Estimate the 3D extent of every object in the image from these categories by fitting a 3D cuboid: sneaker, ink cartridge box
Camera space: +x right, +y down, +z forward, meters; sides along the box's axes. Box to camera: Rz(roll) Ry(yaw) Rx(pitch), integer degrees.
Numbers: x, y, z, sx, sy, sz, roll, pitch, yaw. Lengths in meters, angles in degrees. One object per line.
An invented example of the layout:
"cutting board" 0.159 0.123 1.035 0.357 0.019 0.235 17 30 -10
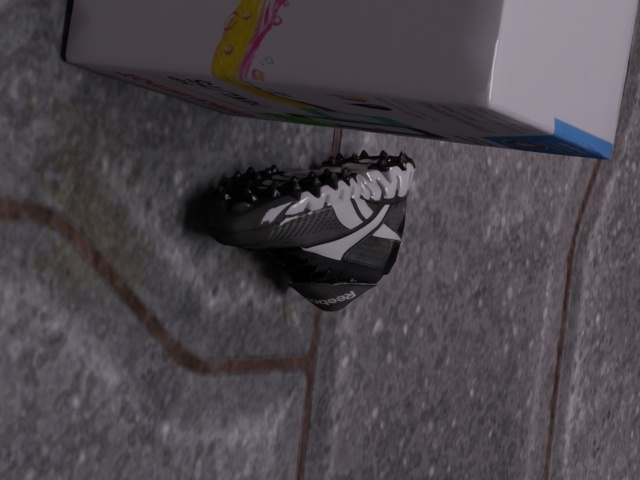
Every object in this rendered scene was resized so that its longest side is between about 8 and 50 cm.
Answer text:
"sneaker" 0.000 0.000 1.286 0.234 0.078 0.106 -15 107 -62
"ink cartridge box" 0.028 -0.169 1.098 0.198 0.270 0.197 13 86 -61
